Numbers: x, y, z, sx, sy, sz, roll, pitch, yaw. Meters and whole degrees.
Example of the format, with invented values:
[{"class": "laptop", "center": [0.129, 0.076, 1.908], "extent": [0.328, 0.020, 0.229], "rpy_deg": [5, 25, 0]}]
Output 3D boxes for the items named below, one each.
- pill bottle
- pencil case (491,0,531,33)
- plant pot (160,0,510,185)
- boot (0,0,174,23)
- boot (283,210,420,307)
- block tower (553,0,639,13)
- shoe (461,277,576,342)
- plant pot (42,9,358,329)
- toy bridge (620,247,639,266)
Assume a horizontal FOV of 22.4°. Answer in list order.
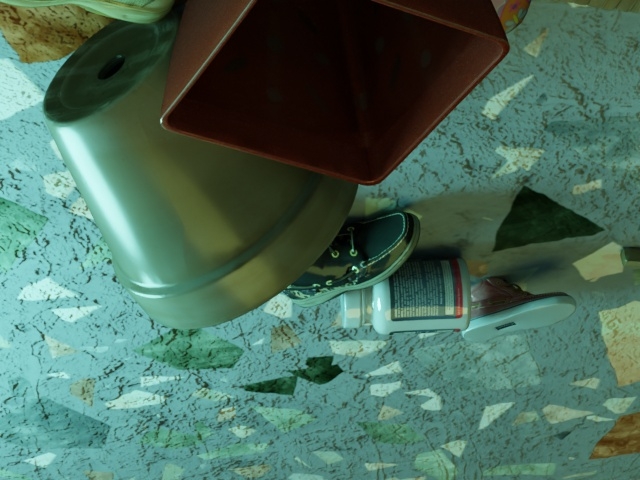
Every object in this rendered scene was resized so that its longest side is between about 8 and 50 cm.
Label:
[{"class": "pill bottle", "center": [0.121, 0.081, 2.327], "extent": [0.180, 0.108, 0.108], "rpy_deg": [-2, 147, -4]}, {"class": "pencil case", "center": [0.201, -0.339, 1.689], "extent": [0.124, 0.124, 0.284], "rpy_deg": [3, 146, -13]}, {"class": "plant pot", "center": [0.004, -0.250, 1.685], "extent": [0.267, 0.235, 0.267], "rpy_deg": [15, 142, -27]}, {"class": "boot", "center": [-0.242, -0.326, 1.661], "extent": [0.262, 0.095, 0.203], "rpy_deg": [10, 145, -24]}, {"class": "boot", "center": [-0.001, 0.002, 2.210], "extent": [0.236, 0.085, 0.179], "rpy_deg": [-28, 139, 31]}, {"class": "block tower", "center": [0.414, -0.303, 1.793], "extent": [0.335, 0.091, 0.097], "rpy_deg": [7, 146, -19]}, {"class": "shoe", "center": [0.288, 0.088, 2.382], "extent": [0.178, 0.081, 0.063], "rpy_deg": [-18, 145, 24]}, {"class": "plant pot", "center": [-0.161, -0.107, 1.863], "extent": [0.323, 0.323, 0.280], "rpy_deg": [-23, 126, 25]}, {"class": "toy bridge", "center": [0.489, -0.018, 2.300], "extent": [0.063, 0.026, 0.188], "rpy_deg": [2, 147, -14]}]
